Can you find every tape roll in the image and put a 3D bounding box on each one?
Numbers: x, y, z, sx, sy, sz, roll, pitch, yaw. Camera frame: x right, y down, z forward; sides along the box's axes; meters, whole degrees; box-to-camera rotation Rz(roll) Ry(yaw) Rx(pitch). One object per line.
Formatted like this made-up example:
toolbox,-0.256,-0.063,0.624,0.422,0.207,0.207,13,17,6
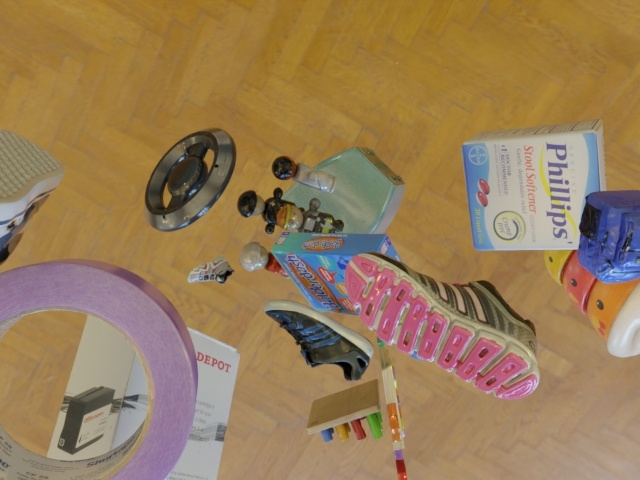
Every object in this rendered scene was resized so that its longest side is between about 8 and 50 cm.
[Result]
tape roll,-0.269,0.158,0.683,0.275,0.090,0.275,0,92,-10

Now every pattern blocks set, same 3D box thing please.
pattern blocks set,0.142,0.314,1.290,0.026,0.285,0.325,-9,108,4

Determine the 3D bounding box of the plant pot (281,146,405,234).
plant pot,0.078,-0.104,1.675,0.248,0.247,0.252,45,107,8

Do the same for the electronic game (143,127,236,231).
electronic game,-0.251,-0.118,1.232,0.229,0.229,0.048,-37,134,15

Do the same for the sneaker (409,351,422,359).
sneaker,0.290,0.202,1.446,0.232,0.081,0.090,-17,127,24

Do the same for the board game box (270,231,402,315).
board game box,0.042,0.057,1.040,0.210,0.047,0.160,1,138,41

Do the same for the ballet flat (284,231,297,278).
ballet flat,0.000,0.000,1.673,0.280,0.095,0.096,-29,109,2

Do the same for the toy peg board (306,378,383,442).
toy peg board,0.064,0.388,1.413,0.160,0.161,0.079,-21,95,7

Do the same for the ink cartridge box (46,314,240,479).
ink cartridge box,-0.252,0.279,0.927,0.129,0.223,0.307,-6,63,31

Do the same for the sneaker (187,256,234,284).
sneaker,-0.232,0.078,1.403,0.069,0.098,0.038,43,150,33

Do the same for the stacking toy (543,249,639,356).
stacking toy,0.739,0.055,1.778,0.480,0.350,0.350,41,112,39

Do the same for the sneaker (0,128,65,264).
sneaker,-0.342,-0.028,0.596,0.126,0.321,0.127,37,96,-5

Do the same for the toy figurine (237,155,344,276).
toy figurine,-0.068,-0.047,1.285,0.148,0.213,0.209,17,140,-26

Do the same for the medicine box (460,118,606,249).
medicine box,0.496,-0.123,1.486,0.289,0.149,0.263,-1,107,31

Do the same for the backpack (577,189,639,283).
backpack,0.412,0.001,0.894,0.098,0.101,0.120,0,117,-8

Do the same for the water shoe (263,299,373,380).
water shoe,-0.007,0.164,1.056,0.203,0.073,0.080,27,68,-10

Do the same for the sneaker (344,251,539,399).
sneaker,0.100,0.057,0.521,0.170,0.075,0.063,29,124,16
